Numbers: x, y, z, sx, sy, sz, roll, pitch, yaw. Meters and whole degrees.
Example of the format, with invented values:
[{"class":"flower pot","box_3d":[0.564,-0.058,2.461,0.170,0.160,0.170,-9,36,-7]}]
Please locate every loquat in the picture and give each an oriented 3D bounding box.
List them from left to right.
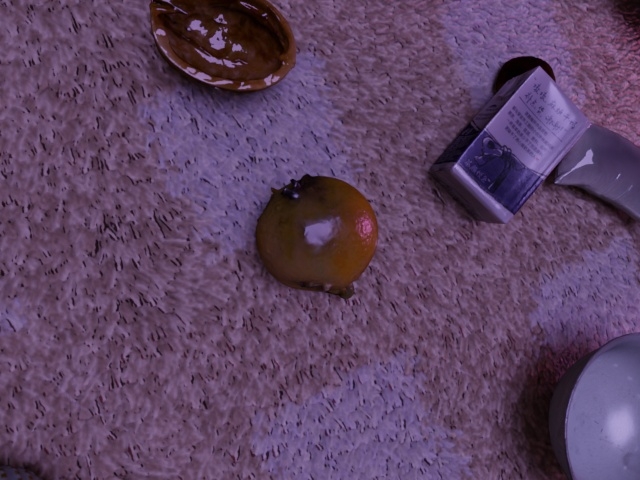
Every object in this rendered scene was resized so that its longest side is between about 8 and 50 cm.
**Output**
[{"class":"loquat","box_3d":[0.000,0.000,0.695,0.172,0.149,0.204,-31,109,-19]}]

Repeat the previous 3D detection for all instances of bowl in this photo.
[{"class":"bowl","box_3d":[0.483,0.304,0.821,0.314,0.146,0.313,2,84,-18]}]

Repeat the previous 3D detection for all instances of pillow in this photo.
[{"class":"pillow","box_3d":[0.538,-0.123,0.908,0.254,0.078,0.144,23,80,-15]}]

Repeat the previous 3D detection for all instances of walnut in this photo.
[{"class":"walnut","box_3d":[-0.144,-0.281,0.702,0.211,0.087,0.167,25,72,-16]}]

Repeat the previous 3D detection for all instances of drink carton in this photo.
[{"class":"drink carton","box_3d":[0.308,-0.153,0.806,0.134,0.102,0.222,42,88,-8]}]

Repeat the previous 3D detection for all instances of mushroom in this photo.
[{"class":"mushroom","box_3d":[0.373,-0.277,0.884,0.123,0.052,0.123,1,88,-17]}]

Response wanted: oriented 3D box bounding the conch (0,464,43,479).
[{"class":"conch","box_3d":[-0.366,0.357,0.557,0.200,0.131,0.172,31,76,-12]}]
